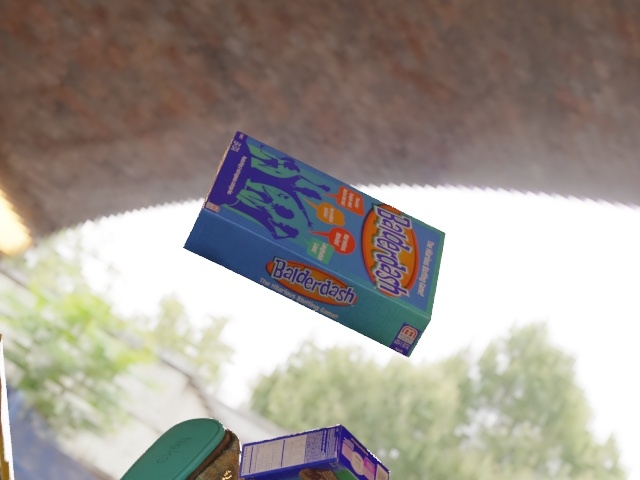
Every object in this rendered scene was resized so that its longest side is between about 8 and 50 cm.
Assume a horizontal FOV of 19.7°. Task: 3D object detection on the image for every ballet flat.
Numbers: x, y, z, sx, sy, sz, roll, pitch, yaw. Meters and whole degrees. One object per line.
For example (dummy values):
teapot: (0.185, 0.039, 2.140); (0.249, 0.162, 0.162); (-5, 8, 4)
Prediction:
ballet flat: (-0.179, 0.281, 1.647); (0.123, 0.348, 0.123); (15, -60, 29)

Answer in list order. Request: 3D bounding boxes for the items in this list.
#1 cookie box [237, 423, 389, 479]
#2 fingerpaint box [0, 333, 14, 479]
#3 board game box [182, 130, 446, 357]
cookie box: (-0.006, 0.213, 1.665); (0.107, 0.040, 0.092); (-15, -42, 29)
fingerpaint box: (-0.419, 0.312, 1.611); (0.163, 0.371, 0.445); (0, 12, 16)
board game box: (0.000, 0.000, 1.567); (0.210, 0.047, 0.160); (26, 28, -6)
